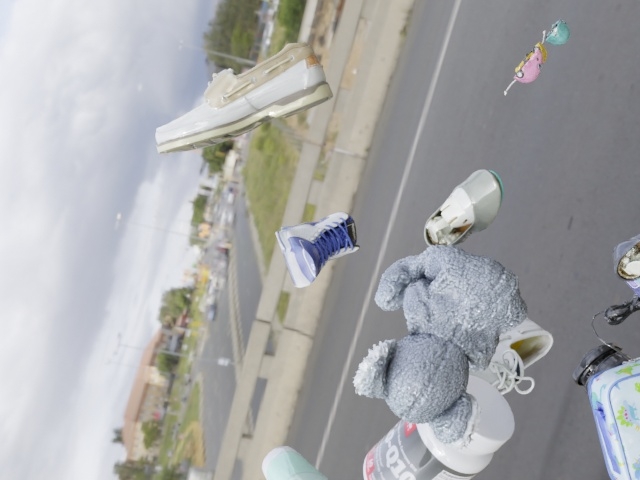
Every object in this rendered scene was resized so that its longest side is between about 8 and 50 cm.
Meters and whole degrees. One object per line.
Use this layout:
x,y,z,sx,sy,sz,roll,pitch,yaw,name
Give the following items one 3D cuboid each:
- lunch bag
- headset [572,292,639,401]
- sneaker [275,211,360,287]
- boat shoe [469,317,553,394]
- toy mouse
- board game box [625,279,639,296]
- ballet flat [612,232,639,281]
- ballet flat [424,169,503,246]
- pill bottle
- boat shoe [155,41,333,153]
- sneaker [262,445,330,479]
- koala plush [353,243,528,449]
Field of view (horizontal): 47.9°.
0.568,0.319,1.251,0.090,0.176,0.219,174,79,-82,lunch bag
0.693,0.301,1.591,0.243,0.185,0.394,37,153,62,headset
0.000,0.000,1.705,0.315,0.182,0.127,-95,-14,-79,sneaker
0.383,0.268,1.539,0.156,0.367,0.135,23,118,42,boat shoe
0.352,-0.295,1.131,0.161,0.031,0.143,-52,1,-12,toy mouse
0.687,0.109,1.369,0.035,0.201,0.136,-38,-9,-25,board game box
0.492,0.006,1.020,0.203,0.074,0.074,133,151,-56,ballet flat
0.200,-0.034,1.045,0.072,0.068,0.213,63,165,14,ballet flat
0.213,0.379,1.321,0.283,0.161,0.161,-56,18,36,pill bottle
-0.137,-0.230,1.183,0.113,0.302,0.103,-78,-32,-84,boat shoe
0.016,0.442,1.125,0.094,0.256,0.151,-45,27,-4,sneaker
0.149,0.137,0.927,0.221,0.196,0.203,-56,3,-25,koala plush
